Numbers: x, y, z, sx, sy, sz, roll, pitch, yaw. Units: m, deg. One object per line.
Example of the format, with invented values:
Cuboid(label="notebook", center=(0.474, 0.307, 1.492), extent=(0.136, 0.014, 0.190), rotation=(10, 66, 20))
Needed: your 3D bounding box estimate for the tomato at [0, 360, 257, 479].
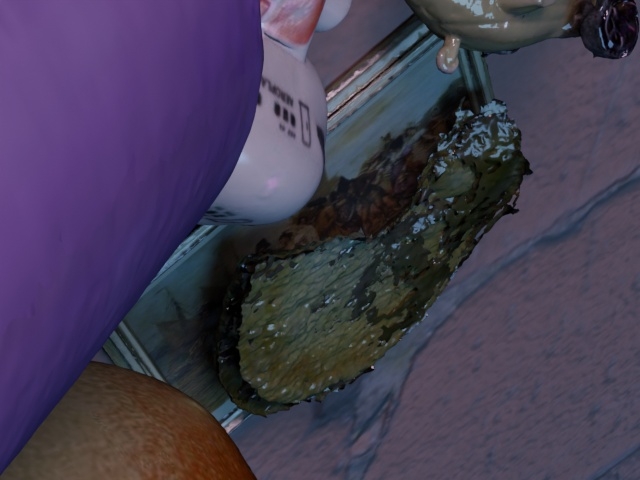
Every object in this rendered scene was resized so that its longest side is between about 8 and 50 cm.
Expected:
Cuboid(label="tomato", center=(-0.156, 0.194, 0.876), extent=(0.303, 0.303, 0.239), rotation=(-42, 149, -8))

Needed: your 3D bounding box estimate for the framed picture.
Cuboid(label="framed picture", center=(0.000, 0.000, 1.105), extent=(0.274, 0.017, 0.217), rotation=(-41, 150, -8))

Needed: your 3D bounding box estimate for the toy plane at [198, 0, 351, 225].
Cuboid(label="toy plane", center=(-0.072, -0.064, 0.837), extent=(0.252, 0.118, 0.252), rotation=(-34, 151, -21))

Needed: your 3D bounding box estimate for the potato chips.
Cuboid(label="potato chips", center=(0.030, 0.014, 1.121), extent=(0.220, 0.029, 0.202), rotation=(-37, 150, -10))

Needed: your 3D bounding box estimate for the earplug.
Cuboid(label="earplug", center=(-0.150, 0.000, 0.494), extent=(0.215, 0.215, 0.456), rotation=(-59, -175, 22))

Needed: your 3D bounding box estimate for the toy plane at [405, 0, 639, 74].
Cuboid(label="toy plane", center=(0.141, -0.151, 1.035), extent=(0.286, 0.092, 0.108), rotation=(-11, 103, -44))
